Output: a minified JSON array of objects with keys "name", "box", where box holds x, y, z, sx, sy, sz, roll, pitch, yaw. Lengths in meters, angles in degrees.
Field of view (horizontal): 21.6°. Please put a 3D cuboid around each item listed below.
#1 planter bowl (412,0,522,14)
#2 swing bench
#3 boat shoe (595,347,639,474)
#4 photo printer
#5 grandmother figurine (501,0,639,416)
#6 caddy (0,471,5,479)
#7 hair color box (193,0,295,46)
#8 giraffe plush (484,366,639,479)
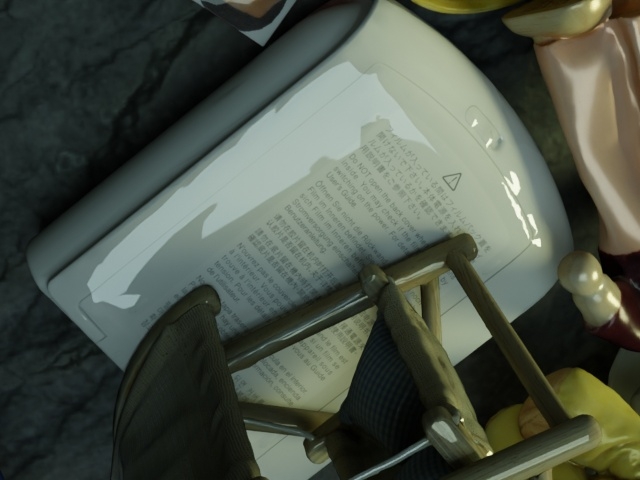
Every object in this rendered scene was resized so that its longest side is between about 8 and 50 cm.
[{"name":"planter bowl","box":[0.110,-0.251,1.021,0.217,0.090,0.217,-24,147,-17]},{"name":"swing bench","box":[0.004,0.134,0.977,0.255,0.253,0.165,-9,115,-8]},{"name":"boat shoe","box":[0.253,0.159,1.244,0.096,0.088,0.267,9,93,10]},{"name":"photo printer","box":[0.000,0.000,1.118,0.307,0.107,0.256,-39,115,7]},{"name":"grandmother figurine","box":[0.220,-0.006,1.113,0.208,0.104,0.342,-33,109,-37]},{"name":"caddy","box":[-0.306,0.270,1.138,0.241,0.179,0.341,-19,115,-2]},{"name":"hair color box","box":[-0.026,-0.202,1.062,0.072,0.043,0.141,31,105,-22]},{"name":"giraffe plush","box":[0.181,0.213,1.092,0.210,0.170,0.181,16,137,21]}]
